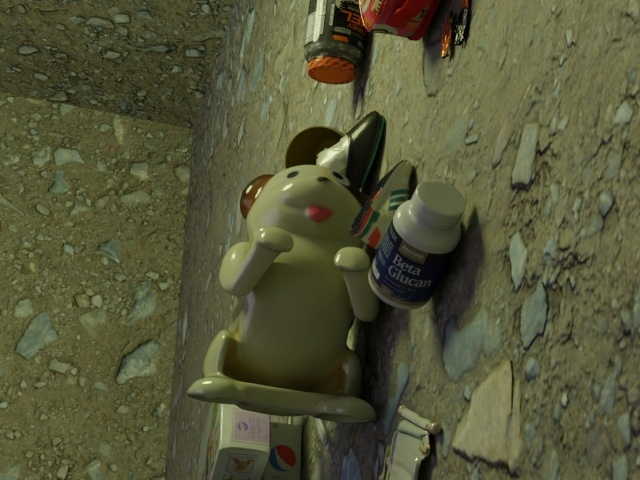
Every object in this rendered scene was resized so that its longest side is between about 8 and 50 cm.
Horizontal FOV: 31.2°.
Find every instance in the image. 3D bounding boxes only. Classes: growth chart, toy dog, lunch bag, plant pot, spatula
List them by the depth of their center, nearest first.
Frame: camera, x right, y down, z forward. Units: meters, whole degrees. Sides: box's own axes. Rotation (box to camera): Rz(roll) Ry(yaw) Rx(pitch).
[{"bbox_3d":[0.106,0.340,1.555,0.172,0.021,0.237,-151,72,-76],"label":"growth chart"},{"bbox_3d":[0.146,-0.456,1.752,0.293,0.120,0.258,118,157,-51],"label":"lunch bag"},{"bbox_3d":[-0.024,0.079,1.854,0.395,0.284,0.408,77,-158,-79],"label":"toy dog"},{"bbox_3d":[0.010,0.252,2.023,0.242,0.019,0.168,-121,48,-68],"label":"spatula"},{"bbox_3d":[0.011,-0.148,2.104,0.095,0.134,0.134,-34,-41,-71],"label":"plant pot"}]

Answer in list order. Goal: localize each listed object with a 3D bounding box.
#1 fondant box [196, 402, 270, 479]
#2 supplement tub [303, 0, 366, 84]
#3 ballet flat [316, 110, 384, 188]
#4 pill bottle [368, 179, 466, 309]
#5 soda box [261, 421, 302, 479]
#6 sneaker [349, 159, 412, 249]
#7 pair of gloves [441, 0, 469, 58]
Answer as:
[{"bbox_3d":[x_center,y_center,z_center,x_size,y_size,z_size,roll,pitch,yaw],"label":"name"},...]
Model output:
[{"bbox_3d":[-0.168,0.394,2.158,0.238,0.096,0.330,-92,13,-45],"label":"fondant box"},{"bbox_3d":[0.030,-0.401,2.185,0.117,0.117,0.190,143,135,-70],"label":"supplement tub"},{"bbox_3d":[0.034,-0.095,1.998,0.095,0.096,0.281,-120,43,-71],"label":"ballet flat"},{"bbox_3d":[0.132,0.004,1.534,0.094,0.094,0.169,-95,20,-47],"label":"pill bottle"},{"bbox_3d":[-0.079,0.446,2.111,0.069,0.073,0.216,118,158,-54],"label":"soda box"},{"bbox_3d":[0.110,-0.049,1.745,0.161,0.075,0.057,-56,8,-32],"label":"sneaker"},{"bbox_3d":[0.198,-0.309,1.670,0.083,0.010,0.074,152,128,-69],"label":"pair of gloves"}]
